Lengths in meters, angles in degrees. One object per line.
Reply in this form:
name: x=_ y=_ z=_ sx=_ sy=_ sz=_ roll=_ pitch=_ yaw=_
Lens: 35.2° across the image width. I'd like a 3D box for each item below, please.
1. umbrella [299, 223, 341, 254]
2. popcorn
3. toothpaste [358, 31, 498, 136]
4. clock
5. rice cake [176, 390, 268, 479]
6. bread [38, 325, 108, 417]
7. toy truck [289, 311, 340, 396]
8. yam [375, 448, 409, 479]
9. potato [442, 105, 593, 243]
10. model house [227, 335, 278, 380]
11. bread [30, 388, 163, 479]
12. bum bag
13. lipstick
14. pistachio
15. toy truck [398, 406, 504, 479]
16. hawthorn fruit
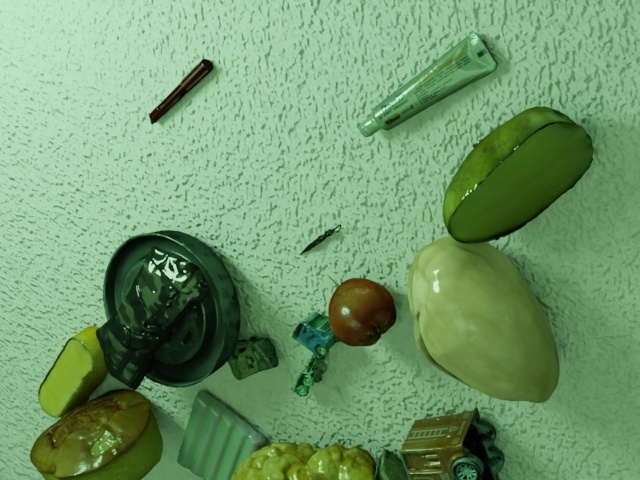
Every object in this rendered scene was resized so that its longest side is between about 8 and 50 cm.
umbrella: x=0.001 y=-0.002 z=1.806 sx=0.013 sy=0.022 sz=0.122 roll=34 pitch=139 yaw=-23
popcorn: x=-0.029 y=0.516 z=1.952 sx=0.332 sy=0.225 sz=0.265 roll=-25 pitch=99 yaw=23
toothpaste: x=0.163 y=-0.235 z=1.600 sx=0.255 sy=0.037 sz=0.067 roll=-32 pitch=91 yaw=31
clock: x=-0.289 y=0.129 z=1.944 sx=0.313 sy=0.061 sz=0.312 roll=9 pitch=108 yaw=31
rice cake: x=-0.209 y=0.433 z=2.104 sx=0.189 sy=0.037 sz=0.198 roll=34 pitch=123 yaw=9
bread: x=-0.522 y=0.281 z=2.155 sx=0.102 sy=0.094 sz=0.245 roll=45 pitch=124 yaw=12
toy truck: x=-0.023 y=0.215 z=1.895 sx=0.081 sy=0.067 sz=0.175 roll=34 pitch=127 yaw=15
yam: x=0.162 y=0.467 z=1.919 sx=0.146 sy=0.070 sz=0.069 roll=40 pitch=124 yaw=6
potato: x=0.289 y=-0.114 z=1.549 sx=0.271 sy=0.160 sz=0.111 roll=-48 pitch=45 yaw=32
model house: x=-0.132 y=0.221 z=1.946 sx=0.083 sy=0.066 sz=0.078 roll=-22 pitch=88 yaw=32
bread: x=-0.461 y=0.425 z=2.091 sx=0.270 sy=0.270 sz=0.148 roll=-6 pitch=119 yaw=28
bum bag: x=-0.326 y=0.143 z=1.881 sx=0.144 sy=0.095 sz=0.340 roll=48 pitch=126 yaw=12
lipstick: x=-0.253 y=-0.264 z=1.800 sx=0.176 sy=0.027 sz=0.027 roll=-36 pitch=95 yaw=36
pistachio: x=0.266 y=0.135 z=1.646 sx=0.318 sy=0.214 sz=0.193 roll=46 pitch=169 yaw=-11
toy truck: x=0.254 y=0.468 z=1.828 sx=0.162 sy=0.136 sz=0.305 roll=-10 pitch=109 yaw=26
hawthorn fruit: x=0.072 y=0.123 z=1.777 sx=0.125 sy=0.140 sz=0.125 roll=-7 pitch=120 yaw=-12
